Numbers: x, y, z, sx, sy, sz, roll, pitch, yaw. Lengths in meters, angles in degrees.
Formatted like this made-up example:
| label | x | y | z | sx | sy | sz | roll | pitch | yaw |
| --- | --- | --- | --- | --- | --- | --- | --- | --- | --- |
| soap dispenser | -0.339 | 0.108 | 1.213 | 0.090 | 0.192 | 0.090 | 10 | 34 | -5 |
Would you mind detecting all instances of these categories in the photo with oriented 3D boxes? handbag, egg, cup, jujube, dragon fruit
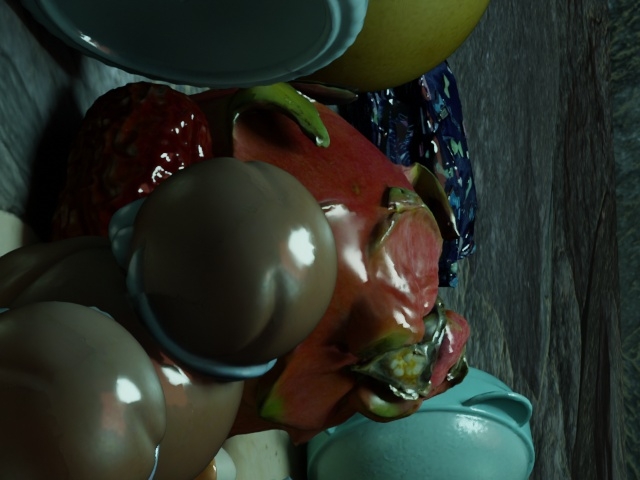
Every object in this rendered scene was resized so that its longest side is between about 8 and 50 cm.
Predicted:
| label | x | y | z | sx | sy | sz | roll | pitch | yaw |
| --- | --- | --- | --- | --- | --- | --- | --- | --- | --- |
| handbag | 0.094 | -0.082 | 2.057 | 0.162 | 0.113 | 0.260 | -48 | 131 | -74 |
| egg | 0.035 | -0.274 | 1.649 | 0.250 | 0.250 | 0.322 | -70 | 175 | -51 |
| cup | -0.081 | -0.306 | 1.338 | 0.331 | 0.256 | 0.311 | 57 | 36 | -59 |
| jujube | -0.129 | -0.024 | 1.374 | 0.112 | 0.109 | 0.176 | 39 | 48 | -34 |
| dragon fruit | -0.004 | 0.016 | 1.564 | 0.305 | 0.225 | 0.305 | -4 | 90 | -69 |

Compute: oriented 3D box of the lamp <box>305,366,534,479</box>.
| label | x | y | z | sx | sy | sz | roll | pitch | yaw |
| --- | --- | --- | --- | --- | --- | --- | --- | --- | --- |
| lamp | 0.090 | 0.210 | 1.855 | 0.284 | 0.209 | 0.147 | 100 | -10 | -71 |

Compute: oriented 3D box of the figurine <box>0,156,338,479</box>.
| label | x | y | z | sx | sy | sz | roll | pitch | yaw |
| --- | --- | --- | --- | --- | --- | --- | --- | --- | --- |
| figurine | -0.110 | 0.155 | 1.225 | 0.276 | 0.248 | 0.388 | -43 | 129 | -36 |
